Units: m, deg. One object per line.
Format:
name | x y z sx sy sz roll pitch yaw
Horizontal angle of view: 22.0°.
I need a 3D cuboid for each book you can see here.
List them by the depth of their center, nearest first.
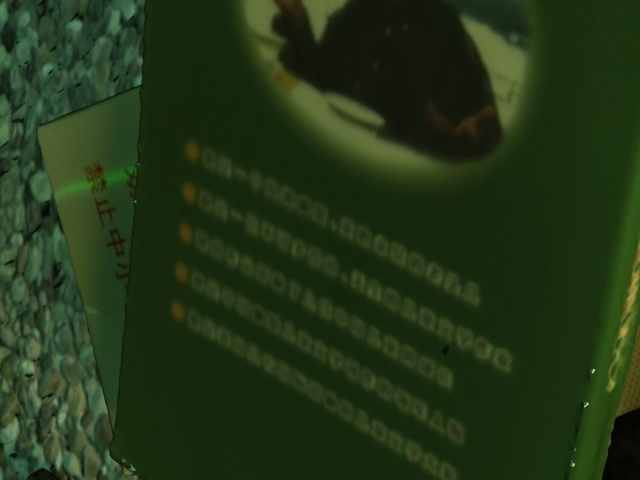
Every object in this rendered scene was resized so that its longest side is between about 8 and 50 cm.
book | 0.018 -0.015 0.668 0.260 0.043 0.371 28 121 36

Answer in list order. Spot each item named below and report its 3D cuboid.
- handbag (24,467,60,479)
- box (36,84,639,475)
handbag | -0.188 0.292 1.012 0.175 0.089 0.270 -34 62 30
box | 0.000 0.000 0.780 0.310 0.084 0.198 -13 91 47
